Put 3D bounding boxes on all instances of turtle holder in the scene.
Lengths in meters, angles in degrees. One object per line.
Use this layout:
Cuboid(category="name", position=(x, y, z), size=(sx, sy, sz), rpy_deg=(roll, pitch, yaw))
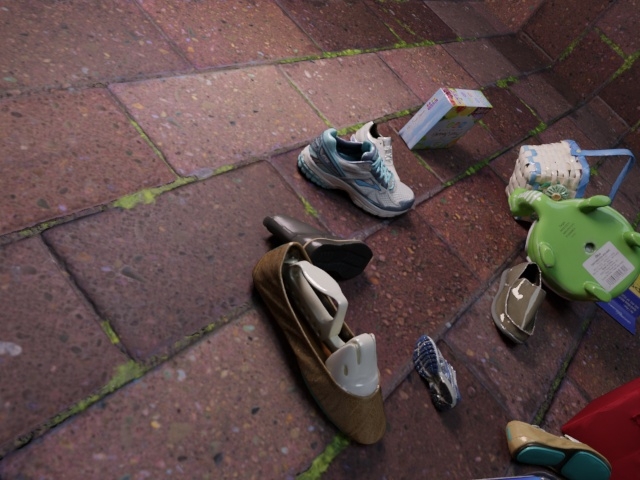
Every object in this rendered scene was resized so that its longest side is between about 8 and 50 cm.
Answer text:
Cuboid(category="turtle holder", position=(0.604, 0.018, 1.388), size=(0.320, 0.227, 0.243), rpy_deg=(19, 84, 7))

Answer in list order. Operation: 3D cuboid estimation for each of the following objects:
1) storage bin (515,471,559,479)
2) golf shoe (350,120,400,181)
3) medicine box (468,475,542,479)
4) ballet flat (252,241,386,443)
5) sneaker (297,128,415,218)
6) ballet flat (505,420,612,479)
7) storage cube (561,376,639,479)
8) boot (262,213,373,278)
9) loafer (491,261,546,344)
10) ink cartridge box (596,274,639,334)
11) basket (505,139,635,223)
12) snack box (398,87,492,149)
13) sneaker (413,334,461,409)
Cuboid(category="storage bin", position=(0.379, 0.455, 0.903), size=(0.135, 0.098, 0.091), rpy_deg=(38, 50, -4))
Cuboid(category="golf shoe", position=(0.141, -0.202, 1.319), size=(0.069, 0.086, 0.176), rpy_deg=(-17, 67, -48))
Cuboid(category="medicine box", position=(0.198, 0.466, 0.695), size=(0.264, 0.149, 0.289), rpy_deg=(11, 49, -32))
Cuboid(category="ballet flat", position=(0.014, 0.142, 0.865), size=(0.116, 0.124, 0.342), rpy_deg=(-12, 62, -43))
Cuboid(category="sneaker", position=(0.098, -0.143, 1.200), size=(0.283, 0.122, 0.110), rpy_deg=(21, 44, -23))
Cuboid(category="ballet flat", position=(0.436, 0.381, 1.027), size=(0.232, 0.080, 0.073), rpy_deg=(25, 27, -21))
Cuboid(category="storage cube", position=(0.629, 0.379, 1.089), size=(0.215, 0.193, 0.183), rpy_deg=(-11, 62, -43))
Cuboid(category="boot", position=(0.000, 0.000, 1.036), size=(0.137, 0.077, 0.198), rpy_deg=(36, 10, 34))
Cuboid(category="loafer", position=(0.450, 0.127, 1.259), size=(0.094, 0.087, 0.251), rpy_deg=(35, 39, -7))
Cuboid(category="ink cartridge box", position=(0.820, 0.072, 1.629), size=(0.304, 0.072, 0.307), rpy_deg=(40, 37, -2))
Cuboid(category="basket", position=(0.682, -0.147, 1.556), size=(0.289, 0.254, 0.201), rpy_deg=(-1, 45, -1))
Cuboid(category="snack box", position=(0.341, -0.328, 1.527), size=(0.207, 0.174, 0.070), rpy_deg=(-10, 64, -45))
Cuboid(category="sneaker", position=(0.211, 0.235, 1.006), size=(0.058, 0.052, 0.135), rpy_deg=(9, 56, -46))
